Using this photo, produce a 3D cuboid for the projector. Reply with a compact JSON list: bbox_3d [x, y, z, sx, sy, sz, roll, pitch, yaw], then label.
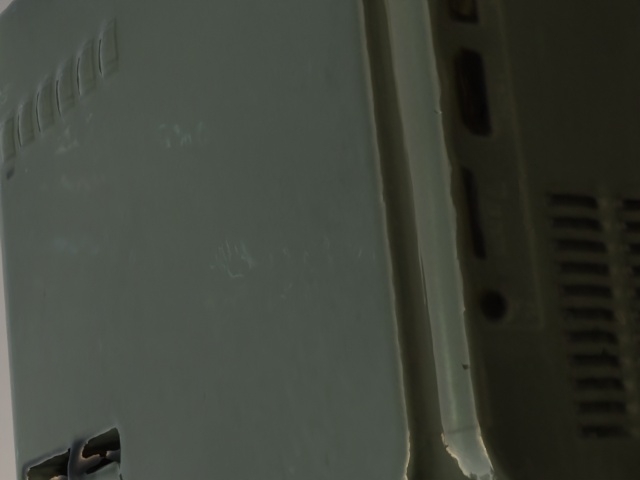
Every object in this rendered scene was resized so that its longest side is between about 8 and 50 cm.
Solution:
[{"bbox_3d":[0.000,0.000,0.520,0.250,0.108,0.198,-29,62,56],"label":"projector"}]
